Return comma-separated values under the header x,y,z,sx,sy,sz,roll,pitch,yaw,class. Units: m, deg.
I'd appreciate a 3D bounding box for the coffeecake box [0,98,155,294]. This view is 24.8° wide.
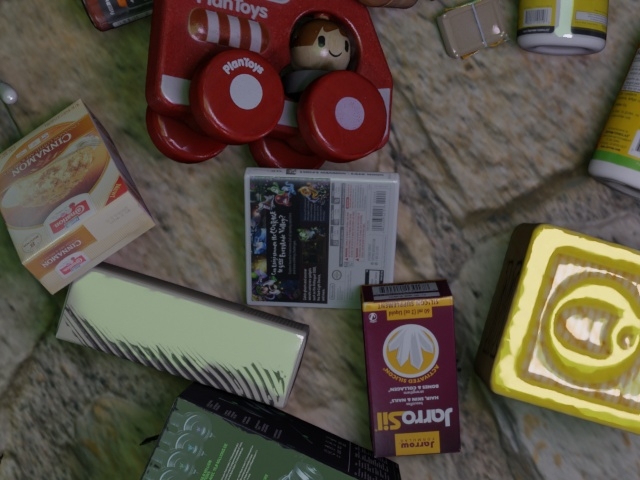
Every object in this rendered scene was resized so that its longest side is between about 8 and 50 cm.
x,y,z,sx,sy,sz,roll,pitch,yaw,class
-0.288,-0.052,1.651,0.142,0.068,0.185,-34,47,1,coffeecake box

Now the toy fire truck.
x,y,z,sx,sy,sz,roll,pitch,yaw,class
-0.053,-0.211,1.624,0.302,0.169,0.254,8,81,-26,toy fire truck

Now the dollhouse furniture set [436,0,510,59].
x,y,z,sx,sy,sz,roll,pitch,yaw,class
0.160,-0.294,1.715,0.076,0.058,0.152,-23,109,-6,dollhouse furniture set

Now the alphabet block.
x,y,z,sx,sy,sz,roll,pitch,yaw,class
0.291,0.093,1.626,0.192,0.197,0.193,15,91,2,alphabet block

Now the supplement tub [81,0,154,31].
x,y,z,sx,sy,sz,roll,pitch,yaw,class
-0.183,-0.320,1.681,0.198,0.106,0.106,-20,90,1,supplement tub

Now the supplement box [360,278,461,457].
x,y,z,sx,sy,sz,roll,pitch,yaw,class
0.103,0.146,1.669,0.104,0.081,0.188,-4,104,1,supplement box

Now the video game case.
x,y,z,sx,sy,sz,roll,pitch,yaw,class
0.000,0.000,1.666,0.173,0.022,0.190,2,128,1,video game case

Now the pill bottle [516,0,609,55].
x,y,z,sx,sy,sz,roll,pitch,yaw,class
0.281,-0.309,1.672,0.103,0.103,0.184,4,90,1,pill bottle

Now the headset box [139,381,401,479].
x,y,z,sx,sy,sz,roll,pitch,yaw,class
-0.061,0.265,1.609,0.283,0.246,0.131,25,90,0,headset box

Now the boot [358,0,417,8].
x,y,z,sx,sy,sz,roll,pitch,yaw,class
0.050,-0.363,1.643,0.073,0.152,0.197,-15,78,38,boot

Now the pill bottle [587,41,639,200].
x,y,z,sx,sy,sz,roll,pitch,yaw,class
0.411,-0.163,1.653,0.136,0.136,0.246,23,90,1,pill bottle

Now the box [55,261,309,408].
x,y,z,sx,sy,sz,roll,pitch,yaw,class
-0.155,0.105,1.680,0.275,0.113,0.094,17,92,3,box

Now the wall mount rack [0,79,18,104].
x,y,z,sx,sy,sz,roll,pitch,yaw,class
-0.386,-0.312,1.658,0.304,0.130,0.350,34,92,12,wall mount rack
